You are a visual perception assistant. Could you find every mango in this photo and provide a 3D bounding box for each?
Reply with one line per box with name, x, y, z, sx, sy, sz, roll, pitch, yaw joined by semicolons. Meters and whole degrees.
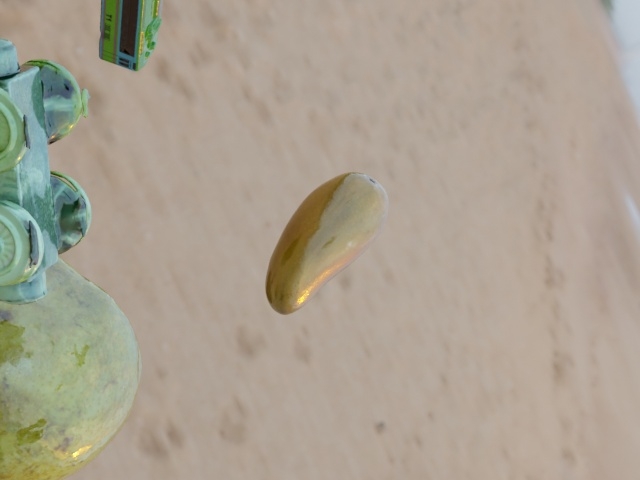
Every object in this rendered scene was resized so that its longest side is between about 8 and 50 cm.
mango;0.000;0.000;1.928;0.085;0.184;0.102;42;-3;25

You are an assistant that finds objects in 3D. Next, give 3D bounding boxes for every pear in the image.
pear;-0.374;0.171;2.161;0.304;0.304;0.304;60;13;-23

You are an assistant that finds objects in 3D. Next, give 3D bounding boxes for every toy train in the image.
toy train;-0.138;-0.210;1.315;0.209;0.042;0.044;105;8;-57
toy train;-0.340;-0.068;1.718;0.159;0.188;0.272;-44;134;-64
